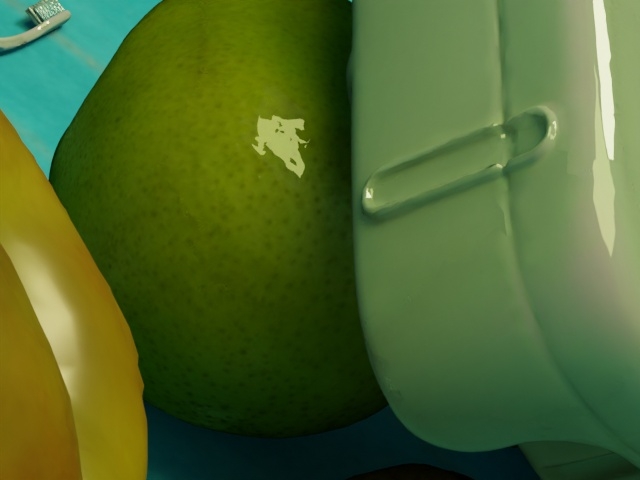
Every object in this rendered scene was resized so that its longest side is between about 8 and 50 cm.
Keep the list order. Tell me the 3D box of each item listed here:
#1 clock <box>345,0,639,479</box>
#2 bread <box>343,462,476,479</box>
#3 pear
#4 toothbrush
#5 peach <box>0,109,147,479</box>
[{"bbox_3d":[0.136,0.000,0.681,0.324,0.109,0.265,39,40,-41],"label":"clock"},{"bbox_3d":[0.036,0.118,0.655,0.126,0.044,0.129,-2,24,-31],"label":"bread"},{"bbox_3d":[0.000,0.000,0.701,0.216,0.166,0.180,32,27,-1],"label":"pear"},{"bbox_3d":[-0.166,-0.080,0.798,0.017,0.014,0.162,52,41,2],"label":"toothbrush"},{"bbox_3d":[-0.206,0.056,0.437,0.308,0.289,0.289,-20,51,2],"label":"peach"}]
